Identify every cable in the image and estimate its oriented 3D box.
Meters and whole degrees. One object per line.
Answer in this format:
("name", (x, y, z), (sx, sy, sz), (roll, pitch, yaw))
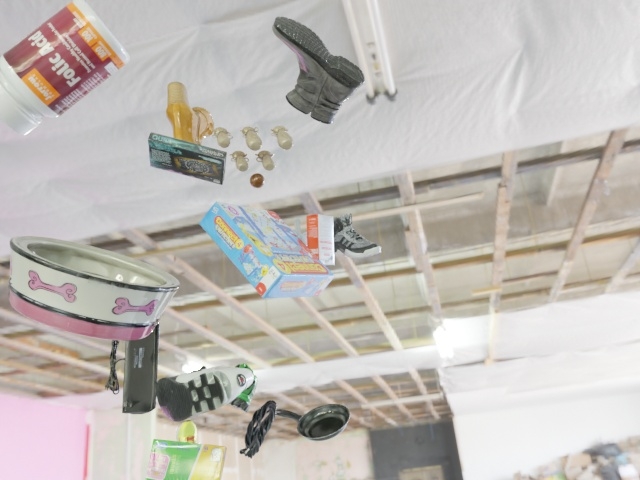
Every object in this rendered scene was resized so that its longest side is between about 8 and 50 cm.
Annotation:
("cable", (-0.186, 0.566, 1.850), (0.047, 0.184, 0.150), (31, -25, -7))

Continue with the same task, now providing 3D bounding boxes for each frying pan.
("frying pan", (-0.047, 0.663, 2.190), (0.326, 0.053, 0.197), (-13, 17, 17))

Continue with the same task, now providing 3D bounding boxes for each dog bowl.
("dog bowl", (-0.565, 0.119, 1.504), (0.408, 0.150, 0.408), (18, 3, -1))

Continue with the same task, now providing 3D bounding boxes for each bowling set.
("bowling set", (-0.245, -0.299, 2.145), (0.287, 0.154, 0.200), (1, -60, -18))

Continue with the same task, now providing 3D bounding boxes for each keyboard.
("keyboard", (-0.552, 0.348, 1.801), (0.201, 0.317, 0.033), (-8, -17, 26))

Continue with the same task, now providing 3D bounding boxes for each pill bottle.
("pill bottle", (-0.779, -0.501, 1.784), (0.392, 0.224, 0.224), (-40, -24, -4))

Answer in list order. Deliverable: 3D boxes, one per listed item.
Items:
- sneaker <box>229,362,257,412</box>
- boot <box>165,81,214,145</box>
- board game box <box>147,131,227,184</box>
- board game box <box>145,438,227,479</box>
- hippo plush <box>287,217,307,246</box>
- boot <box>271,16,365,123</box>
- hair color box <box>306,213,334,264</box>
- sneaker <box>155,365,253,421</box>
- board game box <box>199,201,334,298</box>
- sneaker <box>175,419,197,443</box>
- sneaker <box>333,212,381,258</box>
("sneaker", (-0.299, 0.525, 2.244), (0.134, 0.146, 0.343), (34, -14, -18))
("boot", (-0.372, -0.294, 1.753), (0.104, 0.211, 0.295), (-11, -18, 5))
("board game box", (-0.324, -0.198, 1.492), (0.186, 0.026, 0.126), (14, -27, -6))
("board game box", (-0.446, 0.816, 1.963), (0.242, 0.317, 0.064), (5, -24, 0))
("hippo plush", (-0.180, 0.056, 2.697), (0.236, 0.294, 0.234), (-30, -48, 24))
("boot", (-0.051, -0.513, 1.899), (0.338, 0.118, 0.222), (36, -49, -13))
("hair color box", (0.000, 0.000, 2.060), (0.053, 0.167, 0.093), (-6, -7, 35))
("sneaker", (-0.307, 0.399, 1.626), (0.330, 0.122, 0.146), (-16, -4, 40))
("board game box", (-0.147, 0.030, 1.762), (0.086, 0.302, 0.308), (-51, -23, 16))
("sneaker", (-0.487, 0.777, 2.273), (0.081, 0.209, 0.094), (3, -4, -35))
("sneaker", (0.116, -0.021, 2.305), (0.101, 0.153, 0.268), (-16, 15, -37))
